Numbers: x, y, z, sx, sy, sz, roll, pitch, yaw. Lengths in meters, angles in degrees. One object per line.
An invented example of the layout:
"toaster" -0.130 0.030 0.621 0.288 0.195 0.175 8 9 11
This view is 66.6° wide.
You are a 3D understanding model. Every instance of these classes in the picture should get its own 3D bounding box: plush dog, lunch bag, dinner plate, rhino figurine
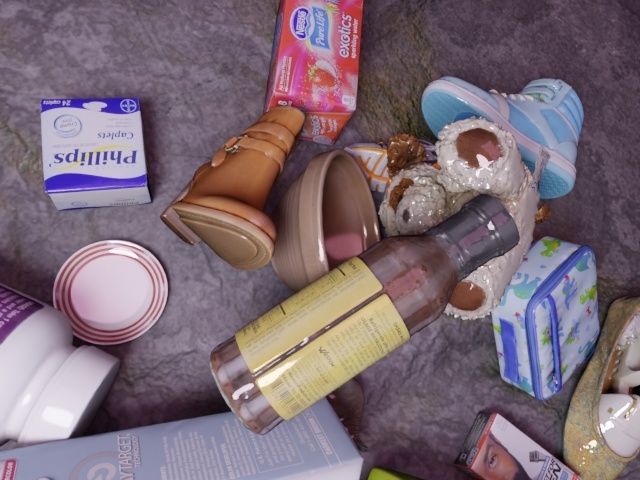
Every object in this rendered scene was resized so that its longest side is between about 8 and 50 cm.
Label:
"plush dog" 0.187 -0.044 0.709 0.211 0.225 0.262 -14 109 -45
"lunch bag" 0.338 0.121 0.732 0.176 0.090 0.219 -34 123 -24
"dinner plate" -0.279 0.069 0.653 0.141 0.017 0.141 5 72 -14
"rhino figurine" 0.005 0.208 0.666 0.106 0.073 0.243 -12 79 -17

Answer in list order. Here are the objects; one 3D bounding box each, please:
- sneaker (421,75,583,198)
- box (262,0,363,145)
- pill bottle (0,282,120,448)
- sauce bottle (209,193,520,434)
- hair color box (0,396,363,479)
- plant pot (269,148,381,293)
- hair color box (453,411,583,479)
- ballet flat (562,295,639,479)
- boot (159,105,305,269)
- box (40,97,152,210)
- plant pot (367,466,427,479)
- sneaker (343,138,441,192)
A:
"sneaker" 0.335 -0.234 0.875 0.319 0.127 0.208 31 69 -16
"box" -0.012 -0.301 0.789 0.128 0.122 0.256 10 71 -13
"pill bottle" -0.386 0.122 0.522 0.302 0.169 0.169 27 68 -6
"sauce bottle" 0.054 0.070 0.522 0.344 0.111 0.111 -31 84 -5
"hair color box" -0.156 0.294 0.501 0.375 0.113 0.185 -2 112 -25
"plant pot" 0.000 0.000 0.680 0.110 0.237 0.237 -8 72 23
"hair color box" 0.293 0.342 0.720 0.167 0.053 0.093 37 68 -2
"ballet flat" 0.490 0.233 0.780 0.123 0.123 0.348 35 67 -4
"boot" -0.081 -0.080 0.625 0.109 0.283 0.220 47 73 -21
"box" -0.306 -0.120 0.673 0.126 0.072 0.137 -7 76 -18
"plant pot" 0.168 0.415 0.544 0.228 0.207 0.227 31 66 -26
"sneaker" 0.136 -0.132 0.813 0.215 0.084 0.083 8 56 -17
